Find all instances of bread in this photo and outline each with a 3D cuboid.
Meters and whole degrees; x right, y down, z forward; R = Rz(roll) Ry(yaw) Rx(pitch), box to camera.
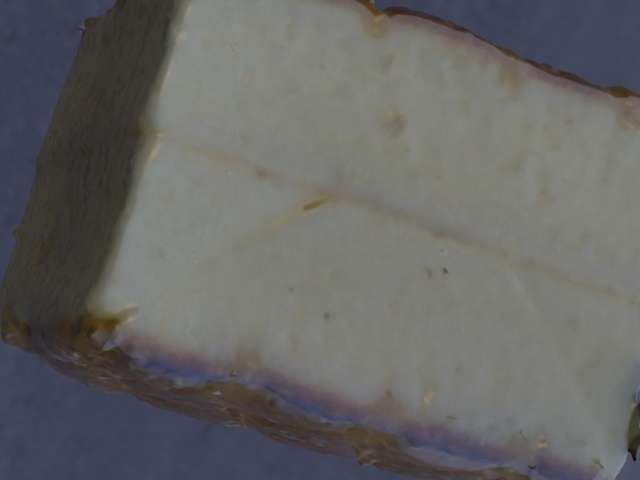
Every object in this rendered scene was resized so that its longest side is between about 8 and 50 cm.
[{"bbox_3d":[0.000,0.000,0.980,0.279,0.279,0.207,171,-65,-73],"label":"bread"}]
